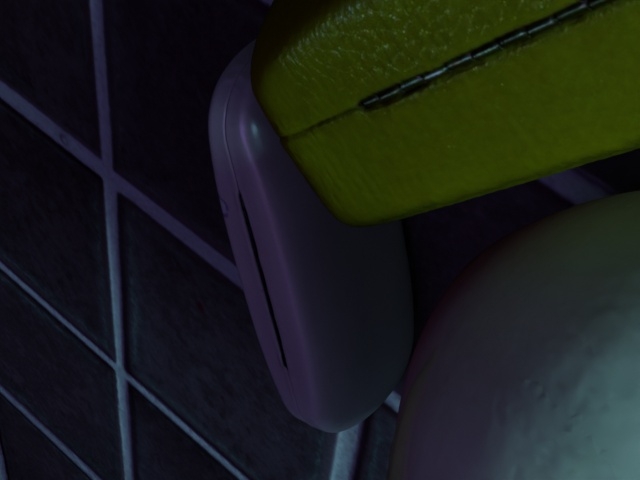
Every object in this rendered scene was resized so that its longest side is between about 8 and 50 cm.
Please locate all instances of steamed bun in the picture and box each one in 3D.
[{"bbox_3d":[0.158,0.103,0.585,0.309,0.309,0.309,33,143,29],"label":"steamed bun"}]

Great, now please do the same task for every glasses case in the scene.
[{"bbox_3d":[0.000,0.000,0.828,0.075,0.113,0.296,18,134,39],"label":"glasses case"},{"bbox_3d":[0.115,-0.124,0.501,0.371,0.173,0.141,-16,109,54],"label":"glasses case"}]
